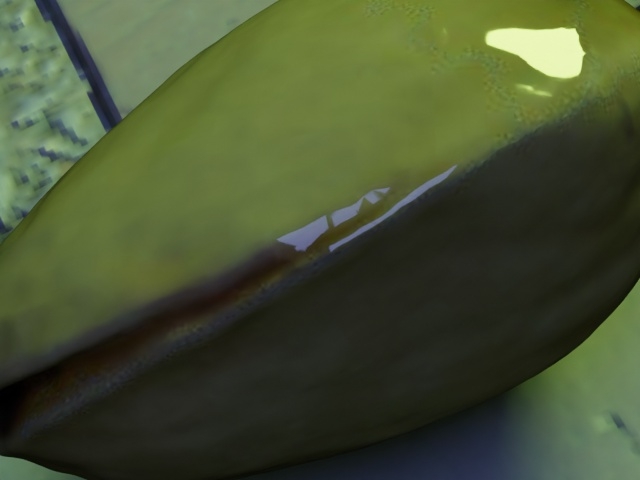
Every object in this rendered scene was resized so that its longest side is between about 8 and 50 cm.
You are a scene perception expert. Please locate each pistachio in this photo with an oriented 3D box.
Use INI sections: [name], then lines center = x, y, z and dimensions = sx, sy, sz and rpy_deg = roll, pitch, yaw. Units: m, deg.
[pistachio]
center = 0.000, 0.000, 0.438
dimensions = 0.185, 0.126, 0.108
rpy_deg = -30, 97, 2
